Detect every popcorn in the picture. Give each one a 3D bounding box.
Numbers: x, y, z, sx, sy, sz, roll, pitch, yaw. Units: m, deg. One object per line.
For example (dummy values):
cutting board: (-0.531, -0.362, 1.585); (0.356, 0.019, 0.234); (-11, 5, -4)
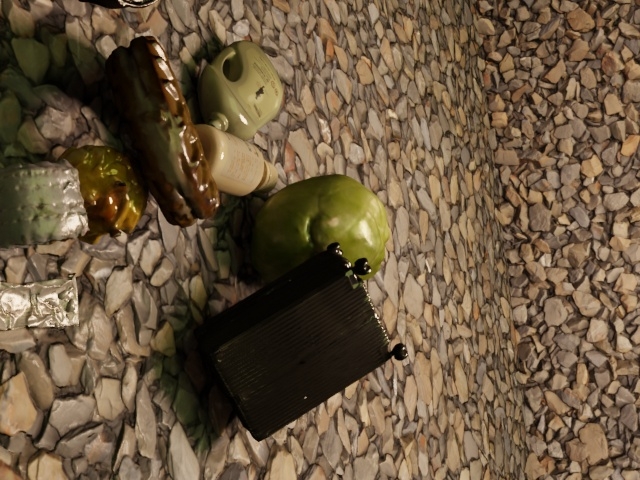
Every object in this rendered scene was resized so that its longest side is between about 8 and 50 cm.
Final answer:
popcorn: (-0.343, -0.072, 1.387); (0.148, 0.152, 0.167); (-46, 135, -1)

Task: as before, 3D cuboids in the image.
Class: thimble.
thimble: (-0.412, -0.048, 1.259); (0.151, 0.127, 0.118); (-10, 89, -43)

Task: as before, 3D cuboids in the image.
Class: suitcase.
suitcase: (-0.041, 0.188, 1.662); (0.335, 0.152, 0.229); (-31, 113, -13)

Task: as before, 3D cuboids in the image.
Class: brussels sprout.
brussels sprout: (0.008, -0.007, 1.858); (0.316, 0.273, 0.243); (18, 44, -59)

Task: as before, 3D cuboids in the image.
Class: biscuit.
biscuit: (-0.258, -0.177, 1.482); (0.332, 0.103, 0.332); (159, -90, -85)

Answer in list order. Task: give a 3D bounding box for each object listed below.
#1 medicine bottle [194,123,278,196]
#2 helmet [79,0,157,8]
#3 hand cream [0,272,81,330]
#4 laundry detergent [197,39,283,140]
medicine bottle: (-0.172, -0.145, 1.746); (0.252, 0.114, 0.114); (17, 66, -60)
helmet: (-0.354, -0.489, 1.472); (0.225, 0.177, 0.305); (54, 47, -28)
hand cream: (-0.433, 0.092, 1.273); (0.257, 0.050, 0.084); (1, 82, -67)
laundry detergent: (-0.172, -0.290, 1.819); (0.181, 0.091, 0.253); (63, 33, -26)
